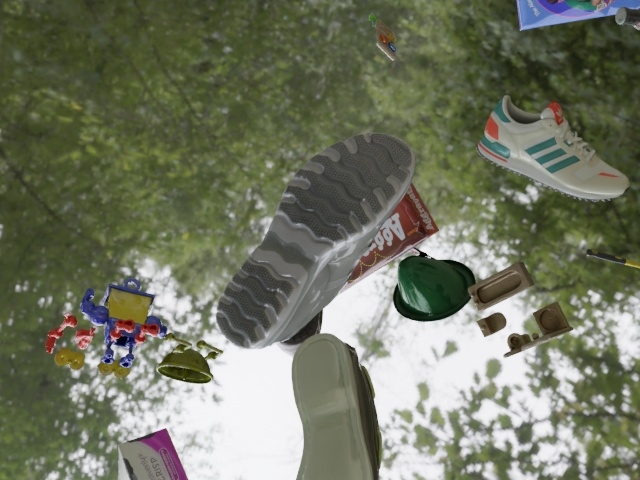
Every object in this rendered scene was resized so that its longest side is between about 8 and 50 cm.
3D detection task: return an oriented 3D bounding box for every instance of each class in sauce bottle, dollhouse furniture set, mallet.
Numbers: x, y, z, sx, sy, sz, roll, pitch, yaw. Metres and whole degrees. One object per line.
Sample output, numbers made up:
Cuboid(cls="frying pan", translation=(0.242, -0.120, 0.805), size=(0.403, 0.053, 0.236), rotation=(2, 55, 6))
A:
Cuboid(cls="sauce bottle", translation=(0.515, -0.340, 1.340), size=(0.128, 0.042, 0.042), rotation=(-1, -149, -19))
Cuboid(cls="dollhouse furniture set", translation=(0.337, 0.127, 1.552), size=(0.123, 0.144, 0.151), rotation=(-4, -113, -56))
Cuboid(cls="mallet", translation=(0.689, 0.043, 1.947), size=(0.189, 0.039, 0.062), rotation=(19, -136, 1))

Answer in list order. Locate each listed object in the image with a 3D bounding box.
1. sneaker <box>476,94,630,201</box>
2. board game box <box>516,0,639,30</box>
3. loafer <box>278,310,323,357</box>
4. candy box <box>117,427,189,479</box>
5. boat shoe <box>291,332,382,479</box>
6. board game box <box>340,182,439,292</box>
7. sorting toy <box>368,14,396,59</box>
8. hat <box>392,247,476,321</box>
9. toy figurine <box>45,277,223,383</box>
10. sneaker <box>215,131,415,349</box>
Cuboid(cls="sneaker", translation=(0.243, -0.097, 0.887), size=(0.161, 0.075, 0.057), rotation=(24, -151, 19))
Cuboid(cls="board game box", translation=(0.466, -0.579, 1.604), size=(0.233, 0.347, 0.078), rotation=(-6, -140, 16))
Cuboid(cls="loafer", translation=(-0.053, 0.099, 1.838), size=(0.133, 0.130, 0.366), rotation=(1, -132, 7))
Cuboid(cls="candy box", translation=(-0.214, 0.380, 1.163), size=(0.071, 0.233, 0.159), rotation=(-16, -124, -24))
Cuboid(cls="boat shoe", translation=(0.027, 0.267, 1.062), size=(0.091, 0.109, 0.305), rotation=(40, -141, -51))
Cuboid(cls="board game box", translation=(0.044, -0.018, 1.236), size=(0.027, 0.281, 0.145), rotation=(-26, -97, -37))
Cuboid(cls="sorting toy", translation=(0.113, -0.374, 1.577), size=(0.083, 0.012, 0.062), rotation=(35, -133, -41))
Cuboid(cls="hat", translation=(0.196, 0.045, 1.782), size=(0.208, 0.184, 0.173), rotation=(0, -134, 30))
Cuboid(cls="toy figurine", translation=(-0.387, 0.162, 1.876), size=(0.362, 0.191, 0.217), rotation=(14, -135, -17))
Cuboid(cls="sneaker", translation=(0.000, 0.000, 0.951), size=(0.105, 0.281, 0.115), rotation=(45, -172, 22))
